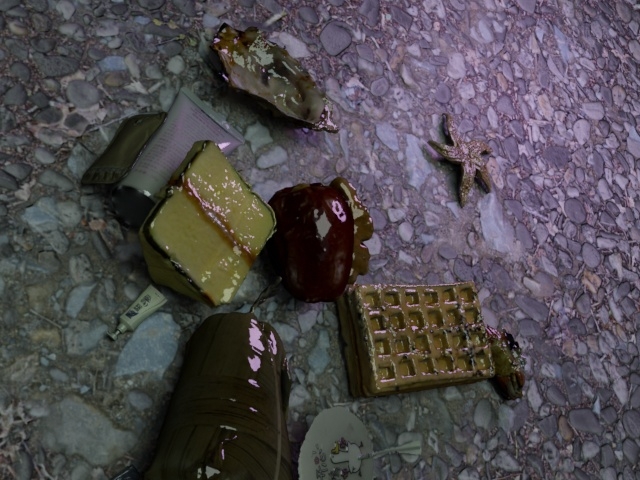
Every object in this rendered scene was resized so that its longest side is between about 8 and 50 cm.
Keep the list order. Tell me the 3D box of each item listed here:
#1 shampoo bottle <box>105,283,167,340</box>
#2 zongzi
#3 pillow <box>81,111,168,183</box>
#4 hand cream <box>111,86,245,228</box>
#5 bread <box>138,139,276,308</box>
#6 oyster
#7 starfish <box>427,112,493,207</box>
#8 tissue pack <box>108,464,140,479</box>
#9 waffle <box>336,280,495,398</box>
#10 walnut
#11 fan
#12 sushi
[{"bbox_3d":[-0.367,0.149,1.661,0.049,0.034,0.141,51,55,-13],"label":"shampoo bottle"},{"bbox_3d":[-0.125,0.390,1.689,0.500,0.218,0.467,-78,148,-44],"label":"zongzi"},{"bbox_3d":[-0.400,-0.192,1.725,0.217,0.130,0.033,-61,138,-34],"label":"pillow"},{"bbox_3d":[-0.309,-0.174,1.788,0.185,0.118,0.359,40,48,-10],"label":"hand cream"},{"bbox_3d":[-0.222,-0.034,1.654,0.198,0.236,0.263,16,58,18],"label":"bread"},{"bbox_3d":[-0.107,-0.374,1.992,0.361,0.096,0.221,26,55,-22],"label":"oyster"},{"bbox_3d":[0.396,-0.225,2.284,0.235,0.062,0.277,4,65,-37],"label":"starfish"},{"bbox_3d":[-0.349,0.506,1.524,0.112,0.051,0.156,-34,92,-34],"label":"tissue pack"},{"bbox_3d":[0.224,0.222,1.960,0.376,0.114,0.261,-1,70,-32],"label":"waffle"},{"bbox_3d":[0.000,0.000,1.845,0.244,0.221,0.269,-8,91,-26],"label":"walnut"},{"bbox_3d":[0.097,0.458,1.774,0.414,0.012,0.233,2,80,-48],"label":"fan"},{"bbox_3d":[0.454,0.288,2.084,0.103,0.097,0.226,-33,93,-40],"label":"sushi"}]
